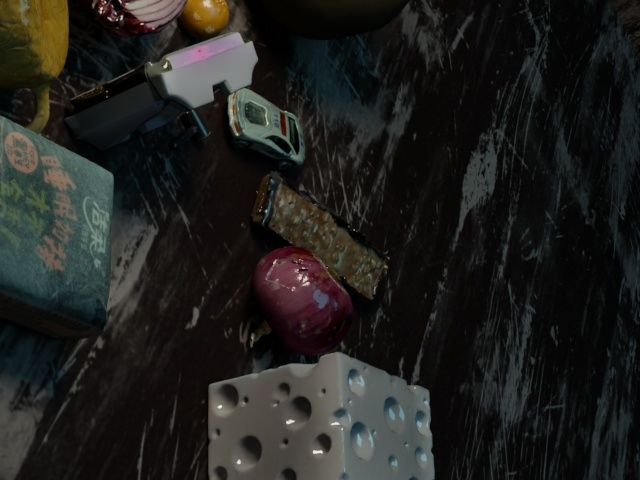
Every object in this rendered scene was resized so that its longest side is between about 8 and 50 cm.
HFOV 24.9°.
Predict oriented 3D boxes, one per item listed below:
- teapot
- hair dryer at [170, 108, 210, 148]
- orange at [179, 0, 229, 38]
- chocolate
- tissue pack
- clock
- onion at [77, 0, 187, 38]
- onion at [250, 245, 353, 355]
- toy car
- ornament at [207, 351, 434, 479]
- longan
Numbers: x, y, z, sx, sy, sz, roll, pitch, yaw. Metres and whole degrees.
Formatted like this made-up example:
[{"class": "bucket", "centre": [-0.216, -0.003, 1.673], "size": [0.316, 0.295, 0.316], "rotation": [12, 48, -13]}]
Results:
[{"class": "teapot", "centre": [-0.411, -0.274, 1.798], "size": [0.203, 0.167, 0.311], "rotation": [-80, 168, -73]}, {"class": "hair dryer", "centre": [-0.203, -0.162, 2.178], "size": [0.047, 0.026, 0.083], "rotation": [60, 42, -16]}, {"class": "orange", "centre": [-0.181, -0.354, 2.250], "size": [0.083, 0.070, 0.083], "rotation": [36, 44, -43]}, {"class": "chocolate", "centre": [-0.004, -0.003, 2.376], "size": [0.329, 0.065, 0.102], "rotation": [36, 62, -43]}, {"class": "tissue pack", "centre": [-0.387, -0.028, 1.758], "size": [0.315, 0.103, 0.228], "rotation": [29, 55, -47]}, {"class": "clock", "centre": [-0.215, -0.209, 2.024], "size": [0.253, 0.186, 0.083], "rotation": [-33, 102, -56]}, {"class": "onion", "centre": [-0.294, -0.382, 2.041], "size": [0.227, 0.120, 0.284], "rotation": [55, 33, -30]}, {"class": "onion", "centre": [-0.031, 0.094, 2.210], "size": [0.177, 0.153, 0.177], "rotation": [35, 35, -29]}, {"class": "toy car", "centre": [-0.083, -0.181, 2.338], "size": [0.205, 0.056, 0.095], "rotation": [22, 56, -50]}, {"class": "ornament", "centre": [0.002, 0.321, 2.064], "size": [0.239, 0.239, 0.240], "rotation": [27, 54, -50]}, {"class": "longan", "centre": [0.015, -0.483, 2.400], "size": [0.319, 0.318, 0.319], "rotation": [30, 52, -48]}]
